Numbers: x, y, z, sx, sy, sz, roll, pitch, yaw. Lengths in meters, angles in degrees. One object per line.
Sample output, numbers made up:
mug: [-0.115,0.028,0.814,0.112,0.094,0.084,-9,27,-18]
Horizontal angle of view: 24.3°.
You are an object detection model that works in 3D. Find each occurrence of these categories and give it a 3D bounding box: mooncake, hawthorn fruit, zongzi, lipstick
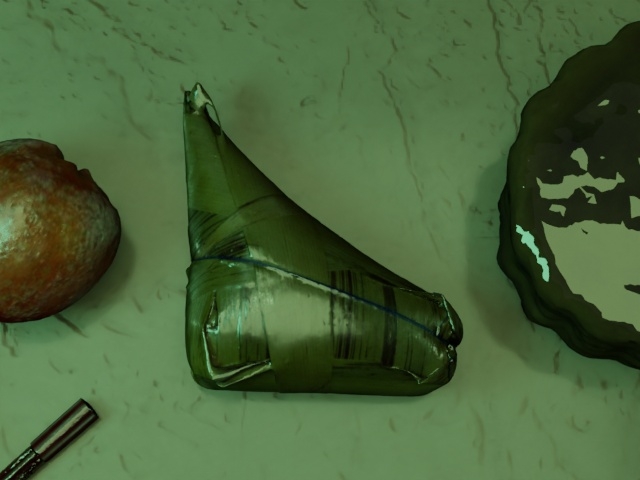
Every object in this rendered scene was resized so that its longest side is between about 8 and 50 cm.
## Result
mooncake: [0.323,-0.032,1.362,0.324,0.187,0.323,0,79,0]
hawthorn fruit: [-0.273,-0.005,1.347,0.173,0.173,0.172,0,80,-2]
zongzi: [0.000,0.000,1.380,0.260,0.123,0.289,2,76,-6]
lipstick: [-0.280,0.214,1.378,0.176,0.027,0.027,-42,84,-7]
